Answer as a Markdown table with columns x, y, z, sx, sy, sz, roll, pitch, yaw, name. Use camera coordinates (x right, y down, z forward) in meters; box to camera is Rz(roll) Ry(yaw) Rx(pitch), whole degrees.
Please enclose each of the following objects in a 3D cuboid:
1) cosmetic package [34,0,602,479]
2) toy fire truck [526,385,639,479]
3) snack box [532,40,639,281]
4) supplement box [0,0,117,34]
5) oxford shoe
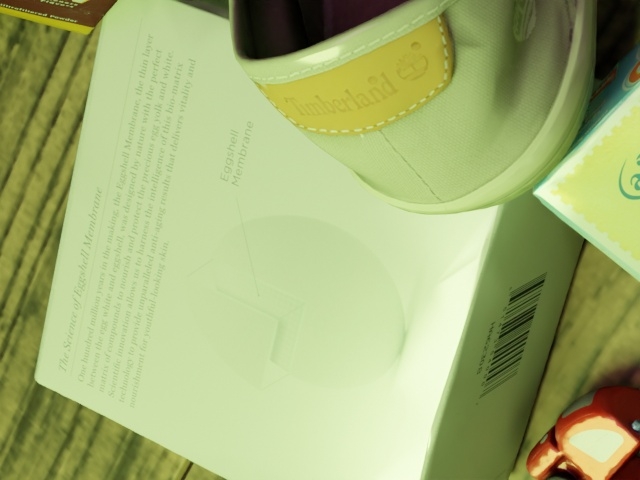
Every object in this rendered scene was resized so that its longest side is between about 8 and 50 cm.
| x | y | z | sx | sy | sz | roll | pitch | yaw | name |
| --- | --- | --- | --- | --- | --- | --- | --- | --- | --- |
| 0.000 | 0.000 | 0.867 | 0.224 | 0.138 | 0.224 | 24 | 113 | 23 | cosmetic package |
| 0.204 | 0.126 | 0.827 | 0.192 | 0.047 | 0.135 | 45 | 121 | 14 | toy fire truck |
| 0.254 | -0.078 | 0.662 | 0.187 | 0.060 | 0.322 | 38 | 118 | -8 | snack box |
| -0.122 | -0.206 | 0.727 | 0.129 | 0.194 | 0.191 | 14 | 83 | -15 | supplement box |
| 0.026 | -0.233 | 0.724 | 0.169 | 0.130 | 0.449 | -16 | 66 | 33 | oxford shoe |
